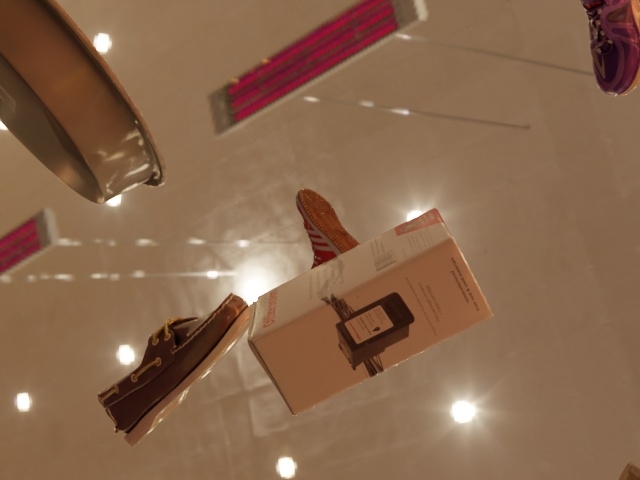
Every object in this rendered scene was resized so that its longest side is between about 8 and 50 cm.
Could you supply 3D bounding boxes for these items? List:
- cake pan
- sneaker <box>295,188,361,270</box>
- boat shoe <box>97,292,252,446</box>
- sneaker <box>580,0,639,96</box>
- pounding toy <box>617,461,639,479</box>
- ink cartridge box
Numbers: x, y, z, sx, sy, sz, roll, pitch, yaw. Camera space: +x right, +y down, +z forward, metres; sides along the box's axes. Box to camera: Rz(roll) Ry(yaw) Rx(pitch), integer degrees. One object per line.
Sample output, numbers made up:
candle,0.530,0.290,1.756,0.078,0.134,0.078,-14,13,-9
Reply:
cake pan,-0.243,-0.140,0.944,0.054,0.293,0.293,-44,-130,-15
sneaker,0.000,0.000,1.346,0.118,0.042,0.067,52,-43,4
boat shoe,-0.206,0.168,1.620,0.097,0.116,0.324,46,-54,3
sneaker,0.289,-0.231,1.184,0.068,0.071,0.170,7,-71,48
pounding toy,0.386,0.323,1.252,0.130,0.141,0.100,-58,-166,0
ink cartridge box,0.031,0.046,0.796,0.150,0.109,0.063,-27,-78,6
